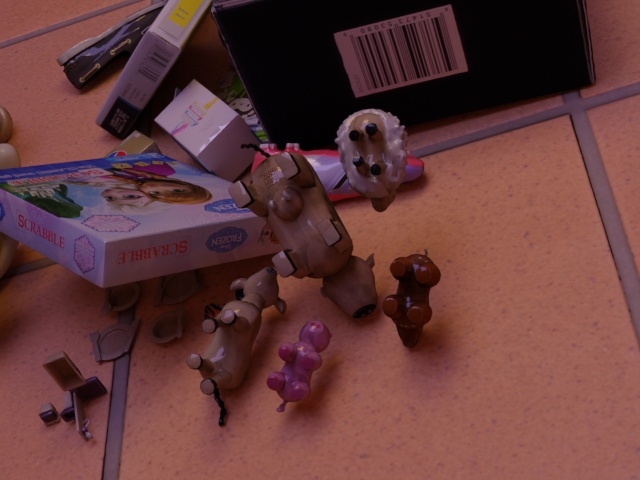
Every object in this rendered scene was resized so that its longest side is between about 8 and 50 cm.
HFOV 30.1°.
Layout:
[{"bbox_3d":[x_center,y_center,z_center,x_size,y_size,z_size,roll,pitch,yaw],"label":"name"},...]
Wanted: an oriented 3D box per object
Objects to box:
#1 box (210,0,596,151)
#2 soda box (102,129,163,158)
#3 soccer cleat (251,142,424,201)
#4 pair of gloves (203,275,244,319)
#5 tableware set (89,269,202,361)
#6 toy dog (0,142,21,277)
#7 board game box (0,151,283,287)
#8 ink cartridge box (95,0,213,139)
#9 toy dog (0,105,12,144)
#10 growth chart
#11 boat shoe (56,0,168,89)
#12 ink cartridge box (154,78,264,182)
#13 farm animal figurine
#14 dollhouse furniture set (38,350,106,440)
[{"bbox_3d":[0.117,-0.424,1.759,0.480,0.297,0.472,-12,45,12],"label":"box"},{"bbox_3d":[-0.323,-0.085,1.831,0.181,0.061,0.058,-44,45,-17],"label":"soda box"},{"bbox_3d":[0.023,-0.087,1.660,0.248,0.095,0.083,3,8,15],"label":"soccer cleat"},{"bbox_3d":[-0.113,0.086,1.593,0.083,0.010,0.074,-41,42,-19],"label":"pair of gloves"},{"bbox_3d":[-0.242,0.098,1.640,0.169,0.020,0.141,-14,44,14],"label":"tableware set"},{"bbox_3d":[-0.603,-0.001,1.735,0.395,0.284,0.408,-32,44,-1],"label":"toy dog"},{"bbox_3d":[-0.256,-0.039,1.620,0.318,0.066,0.319,23,24,40],"label":"board game box"},{"bbox_3d":[-0.229,-0.346,1.914,0.307,0.072,0.303,-61,10,-32],"label":"ink cartridge box"},{"bbox_3d":[-0.671,-0.156,2.013,0.334,0.220,0.161,-18,74,21],"label":"toy dog"},{"bbox_3d":[-0.109,-0.224,1.893,0.172,0.021,0.237,-8,45,22],"label":"growth chart"},{"bbox_3d":[-0.352,-0.348,2.107,0.228,0.068,0.081,-32,7,-8],"label":"boat shoe"},{"bbox_3d":[-0.170,-0.164,1.785,0.090,0.092,0.143,-46,50,-4],"label":"ink cartridge box"},{"bbox_3d":[-0.016,0.033,1.470,0.330,0.172,0.327,-16,84,13],"label":"farm animal figurine"},{"bbox_3d":[-0.331,0.207,1.510,0.091,0.114,0.081,-21,46,3],"label":"dollhouse furniture set"}]
